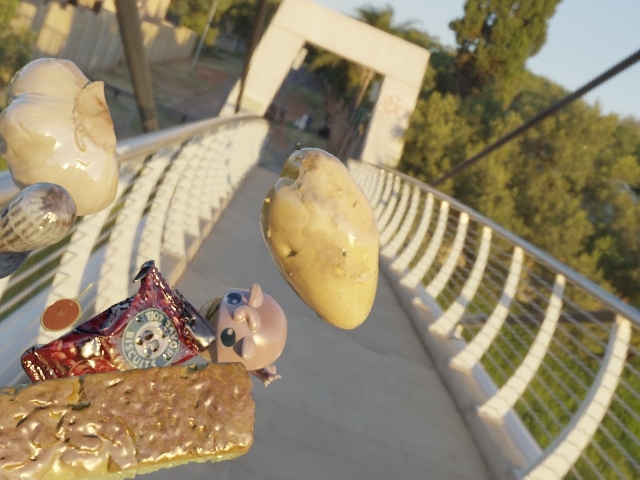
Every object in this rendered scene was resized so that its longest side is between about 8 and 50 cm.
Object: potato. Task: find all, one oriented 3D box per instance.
[{"bbox_3d":[-0.003,0.000,0.965,0.128,0.234,0.161,-27,37,-37],"label":"potato"}]

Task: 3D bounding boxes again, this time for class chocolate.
[{"bbox_3d":[-0.336,-0.008,0.825,0.072,0.167,0.072,48,25,-31],"label":"chocolate"}]

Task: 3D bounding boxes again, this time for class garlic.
[{"bbox_3d":[-0.384,-0.135,1.059,0.143,0.178,0.229,-30,96,-49],"label":"garlic"}]

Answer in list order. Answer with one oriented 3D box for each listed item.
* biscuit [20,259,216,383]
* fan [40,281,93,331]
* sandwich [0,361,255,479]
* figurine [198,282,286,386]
[{"bbox_3d":[-0.268,0.144,1.007,0.063,0.235,0.151,17,-41,56],"label":"biscuit"},{"bbox_3d":[-0.503,0.132,1.508,0.005,0.133,0.085,41,-2,37],"label":"fan"},{"bbox_3d":[-0.230,0.186,0.684,0.289,0.254,0.099,-3,66,-27],"label":"sandwich"},{"bbox_3d":[-0.156,0.187,1.411,0.186,0.176,0.287,1,-15,-2],"label":"figurine"}]
